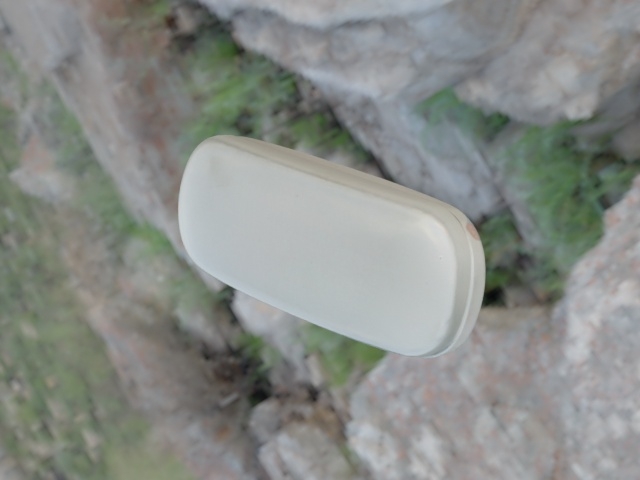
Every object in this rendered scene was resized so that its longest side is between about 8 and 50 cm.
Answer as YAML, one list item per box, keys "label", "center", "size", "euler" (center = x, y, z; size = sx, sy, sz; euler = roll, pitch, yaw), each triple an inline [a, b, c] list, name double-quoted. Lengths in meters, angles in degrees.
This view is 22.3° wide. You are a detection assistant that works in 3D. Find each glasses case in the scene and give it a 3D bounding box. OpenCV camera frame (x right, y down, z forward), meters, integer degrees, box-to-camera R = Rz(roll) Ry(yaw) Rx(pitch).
- label: "glasses case"
  center: [0.000, 0.000, 0.830]
  size: [0.204, 0.051, 0.081]
  euler: [23, 108, 42]
